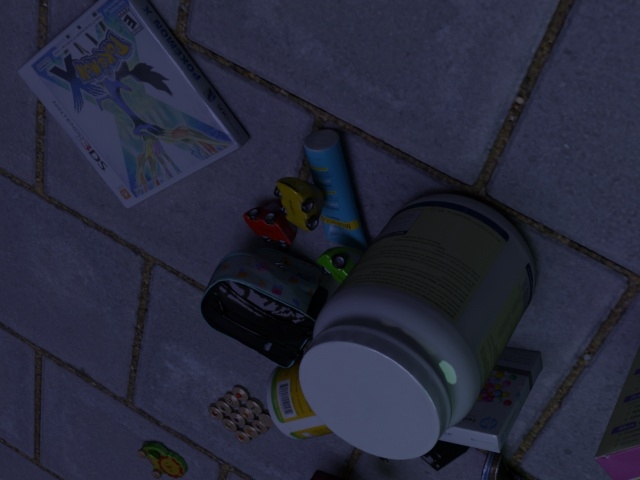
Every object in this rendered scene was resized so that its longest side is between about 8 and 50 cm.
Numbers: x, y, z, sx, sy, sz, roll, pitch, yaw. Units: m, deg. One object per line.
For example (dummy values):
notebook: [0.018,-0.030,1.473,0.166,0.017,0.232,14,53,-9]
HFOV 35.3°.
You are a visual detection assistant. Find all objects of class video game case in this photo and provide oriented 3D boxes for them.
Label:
video game case: [-0.308,-0.219,1.610,0.329,0.036,0.300,-22,111,44]

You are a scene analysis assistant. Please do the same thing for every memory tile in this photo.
memory tile: [-0.157,0.349,2.002,0.113,0.012,0.148,43,137,-4]

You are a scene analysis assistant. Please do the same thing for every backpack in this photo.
backpack: [-0.096,0.097,1.642,0.188,0.144,0.166,21,139,-9]

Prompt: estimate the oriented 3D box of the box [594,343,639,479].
box: [0.491,0.204,1.255,0.117,0.243,0.213,47,136,-9]

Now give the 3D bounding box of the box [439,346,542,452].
box: [0.231,0.226,1.499,0.145,0.186,0.038,7,128,31]

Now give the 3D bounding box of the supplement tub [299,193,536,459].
supplement tub: [0.134,0.111,1.366,0.235,0.325,0.235,19,134,21]

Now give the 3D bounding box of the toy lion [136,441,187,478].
toy lion: [-0.348,0.492,2.246,0.096,0.034,0.100,-17,114,35]

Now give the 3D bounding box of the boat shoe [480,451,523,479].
boat shoe: [0.313,0.417,1.700,0.066,0.066,0.183,8,139,24]

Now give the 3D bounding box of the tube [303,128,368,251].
tube: [0.021,-0.069,1.504,0.080,0.052,0.207,22,143,37]

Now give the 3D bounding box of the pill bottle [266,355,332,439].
pill bottle: [0.042,0.240,1.646,0.245,0.136,0.136,-21,112,37]

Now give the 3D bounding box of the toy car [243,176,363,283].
toy car: [0.000,0.000,1.532,0.225,0.053,0.239,43,158,-4]

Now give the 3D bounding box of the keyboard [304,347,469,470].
keyboard: [0.104,0.285,1.753,0.317,0.033,0.201,42,131,-1]

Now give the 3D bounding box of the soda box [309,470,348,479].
soda box: [0.092,0.534,1.933,0.263,0.083,0.092,11,130,29]
